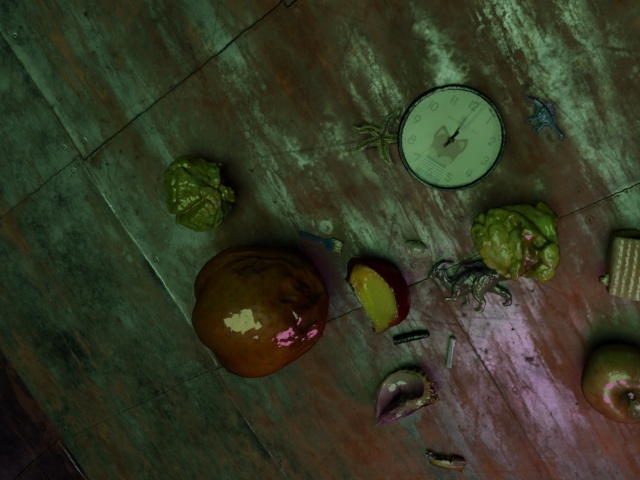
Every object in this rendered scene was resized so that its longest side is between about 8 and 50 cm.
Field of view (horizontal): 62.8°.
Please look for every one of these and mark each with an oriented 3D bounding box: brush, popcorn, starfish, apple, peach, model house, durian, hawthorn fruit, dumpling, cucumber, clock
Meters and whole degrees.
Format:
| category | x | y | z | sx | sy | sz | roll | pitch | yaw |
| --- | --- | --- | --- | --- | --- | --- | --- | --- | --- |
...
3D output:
| category | x | y | z | sx | sy | sz | roll | pitch | yaw |
| --- | --- | --- | --- | --- | --- | --- | --- | --- | --- |
| brush | 0.000 | 0.000 | 1.850 | 0.164 | 0.014 | 0.051 | 20 | 110 | 11 |
| popcorn | 0.573 | 0.001 | 1.556 | 0.251 | 0.242 | 0.234 | 6 | 111 | 19 |
| starfish | 0.200 | -0.311 | 1.666 | 0.208 | 0.053 | 0.175 | -13 | 94 | 14 |
| apple | 0.929 | 0.436 | 1.604 | 0.261 | 0.194 | 0.260 | 6 | 111 | 15 |
| peach | 0.205 | 0.153 | 1.760 | 0.159 | 0.154 | 0.267 | -34 | 85 | 32 |
| model house | 0.935 | 0.072 | 1.498 | 0.235 | 0.175 | 0.193 | 1 | 107 | 14 |
| durian | 0.299 | 0.549 | 1.872 | 0.261 | 0.154 | 0.186 | -20 | 78 | 27 |
| hawthorn fruit | -0.191 | 0.212 | 1.746 | 0.473 | 0.472 | 0.470 | 5 | 108 | 16 |
| dumpling | 0.320 | 0.033 | 1.749 | 0.077 | 0.043 | 0.059 | 4 | 126 | -1 |
| cucumber | 0.321 | 0.340 | 1.847 | 0.133 | 0.032 | 0.032 | -17 | 101 | 22 |
| popcorn | -0.420 | -0.163 | 1.818 | 0.271 | 0.224 | 0.257 | 24 | 105 | 15 |
| clock | 0.393 | -0.305 | 1.588 | 0.326 | 0.067 | 0.324 | 3 | 107 | 10 |

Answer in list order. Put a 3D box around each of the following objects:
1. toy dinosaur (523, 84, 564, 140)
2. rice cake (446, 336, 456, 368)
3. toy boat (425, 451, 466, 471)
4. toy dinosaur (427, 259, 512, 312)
| category | x | y | z | sx | sy | sz | roll | pitch | yaw |
| --- | --- | --- | --- | --- | --- | --- | --- | --- | --- |
| toy dinosaur | 0.642 | -0.362 | 1.525 | 0.080 | 0.045 | 0.197 | -38 | 100 | 11 |
| rice cake | 0.454 | 0.391 | 1.829 | 0.022 | 0.021 | 0.121 | 6 | 110 | 10 |
| toy boat | 0.463 | 0.816 | 1.946 | 0.149 | 0.047 | 0.048 | 9 | 95 | 11 |
| toy dinosaur | 0.497 | 0.145 | 1.708 | 0.295 | 0.077 | 0.162 | -2 | 106 | 18 |
